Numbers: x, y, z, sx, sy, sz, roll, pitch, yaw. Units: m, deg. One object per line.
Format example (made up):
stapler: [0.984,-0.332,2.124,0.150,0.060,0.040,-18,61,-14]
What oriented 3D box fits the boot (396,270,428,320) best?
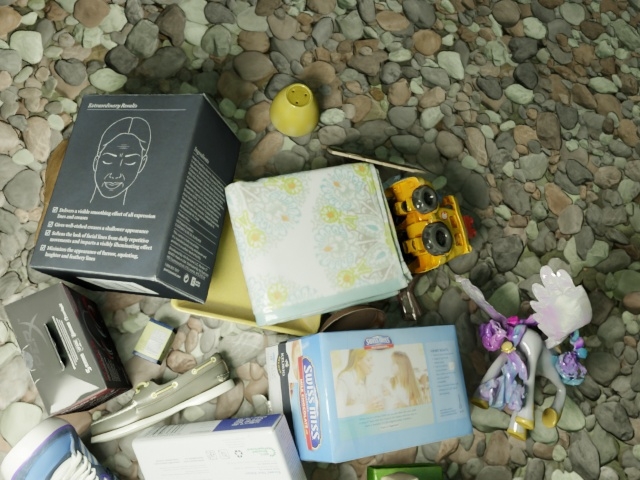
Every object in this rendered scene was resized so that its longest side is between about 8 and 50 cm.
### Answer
boot: [0.236,0.136,1.321,0.106,0.037,0.114,-21,76,-1]

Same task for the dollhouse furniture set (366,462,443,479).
dollhouse furniture set: [0.196,0.559,1.060,0.151,0.301,0.198,1,72,-6]

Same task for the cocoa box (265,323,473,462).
cocoa box: [0.098,0.303,1.098,0.347,0.228,0.232,2,73,-32]

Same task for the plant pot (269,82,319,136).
plant pot: [-0.061,-0.347,1.373,0.134,0.095,0.134,2,74,-8]

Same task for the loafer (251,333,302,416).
loafer: [-0.098,0.363,1.173,0.111,0.112,0.320,10,67,1]

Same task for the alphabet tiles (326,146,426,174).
alphabet tiles: [0.135,-0.197,1.322,0.237,0.198,0.009,12,102,-6]

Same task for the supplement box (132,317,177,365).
supplement box: [-0.361,0.223,1.174,0.056,0.083,0.083,24,72,-2]

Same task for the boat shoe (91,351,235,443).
boat shoe: [-0.338,0.334,1.139,0.305,0.109,0.091,-20,78,-20]

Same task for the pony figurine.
pony figurine: [0.478,0.240,1.240,0.351,0.302,0.363,41,65,-31]

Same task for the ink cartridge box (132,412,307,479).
ink cartridge box: [-0.170,0.504,1.033,0.324,0.071,0.330,-13,101,22]

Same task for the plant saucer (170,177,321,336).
plant saucer: [-0.145,0.038,1.263,0.332,0.081,0.333,13,74,-6]

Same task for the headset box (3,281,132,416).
headset box: [-0.483,0.217,1.047,0.110,0.293,0.218,-25,80,-15]

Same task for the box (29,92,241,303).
box: [-0.375,-0.090,1.144,0.293,0.212,0.396,5,73,17]

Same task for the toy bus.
toy bus: [0.281,-0.048,1.310,0.211,0.149,0.220,-13,86,-31]

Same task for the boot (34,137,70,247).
boot: [-0.589,-0.100,1.235,0.115,0.112,0.305,10,76,25]

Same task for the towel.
towel: [0.000,0.000,1.209,0.374,0.090,0.321,-12,78,-19]

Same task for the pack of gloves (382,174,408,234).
pack of gloves: [0.175,-0.042,1.367,0.232,0.046,0.195,-34,97,-16]

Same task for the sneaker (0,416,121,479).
sneaker: [-0.426,0.458,0.979,0.236,0.323,0.130,34,55,8]

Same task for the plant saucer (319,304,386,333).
plant saucer: [0.068,0.196,1.222,0.168,0.168,0.029,-14,52,-13]
